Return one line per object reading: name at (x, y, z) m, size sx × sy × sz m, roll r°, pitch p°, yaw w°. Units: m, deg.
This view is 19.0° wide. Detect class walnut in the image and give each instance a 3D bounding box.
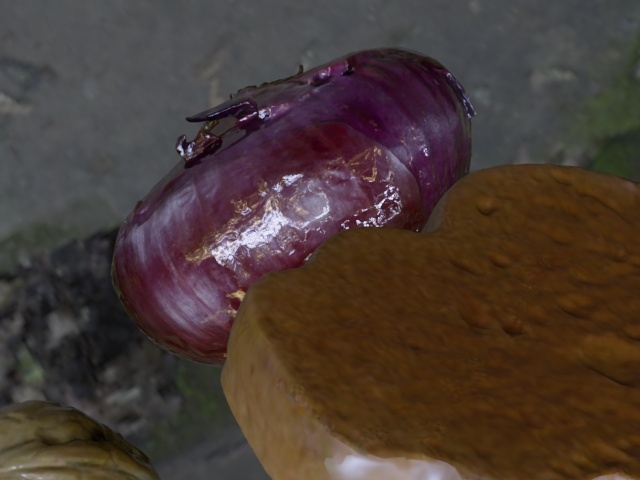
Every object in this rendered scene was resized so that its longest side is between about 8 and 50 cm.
walnut at (-0.193, 0.194, 1.360) m, size 0.155 × 0.155 × 0.184 m, roll -43°, pitch 143°, yaw 3°

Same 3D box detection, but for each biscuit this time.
biscuit at (0.126, 0.043, 0.631) m, size 0.334 × 0.202 × 0.047 m, roll -4°, pitch 128°, yaw -29°

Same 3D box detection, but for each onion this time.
onion at (0.000, 0.000, 1.598) m, size 0.347 × 0.347 × 0.285 m, roll -40°, pitch 89°, yaw 0°
